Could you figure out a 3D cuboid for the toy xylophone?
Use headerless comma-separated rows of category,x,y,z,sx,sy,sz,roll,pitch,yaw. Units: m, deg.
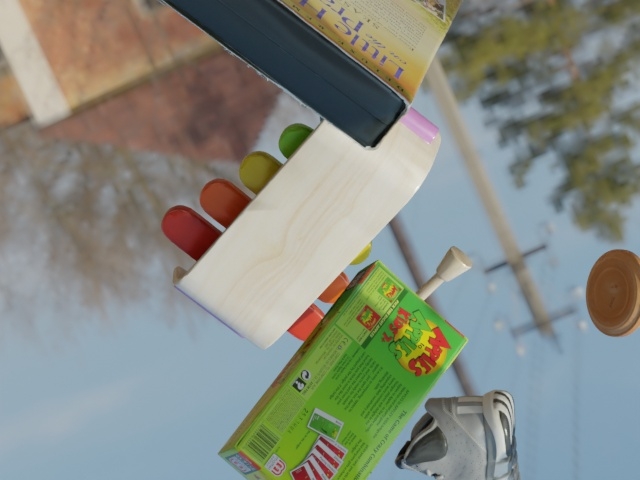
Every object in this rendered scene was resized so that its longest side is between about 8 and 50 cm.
toy xylophone,0.000,0.000,1.743,0.322,0.236,0.081,-38,-164,21

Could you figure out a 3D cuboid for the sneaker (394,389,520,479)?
sneaker,0.149,0.262,1.912,0.132,0.229,0.086,0,-156,13

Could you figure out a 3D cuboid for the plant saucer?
plant saucer,0.279,0.050,1.653,0.013,0.083,0.083,4,174,-32

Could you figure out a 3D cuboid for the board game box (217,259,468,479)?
board game box,0.018,0.113,1.273,0.181,0.092,0.043,-52,-172,-24

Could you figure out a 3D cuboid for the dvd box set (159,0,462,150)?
dvd box set,-0.023,-0.252,1.558,0.062,0.307,0.420,-52,-175,24
